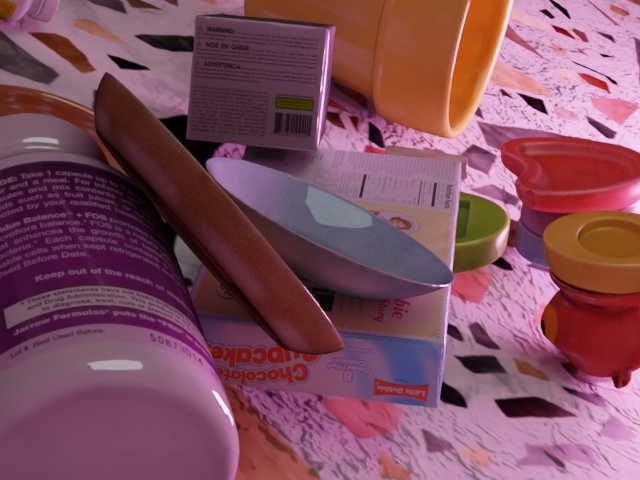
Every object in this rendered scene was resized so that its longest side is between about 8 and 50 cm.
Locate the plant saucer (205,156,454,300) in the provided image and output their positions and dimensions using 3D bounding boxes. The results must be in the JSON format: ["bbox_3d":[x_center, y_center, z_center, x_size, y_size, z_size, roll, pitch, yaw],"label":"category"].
[{"bbox_3d":[0.000,0.000,1.212,0.195,0.037,0.195,25,12,-6],"label":"plant saucer"}]

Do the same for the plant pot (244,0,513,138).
[{"bbox_3d":[0.061,-0.256,1.770,0.239,0.254,0.254,17,23,15],"label":"plant pot"}]

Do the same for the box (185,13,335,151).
[{"bbox_3d":[-0.048,-0.140,1.488,0.114,0.103,0.203,6,8,2],"label":"box"}]

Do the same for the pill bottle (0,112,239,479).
[{"bbox_3d":[-0.162,0.051,1.049,0.169,0.169,0.301,13,30,-27],"label":"pill bottle"}]

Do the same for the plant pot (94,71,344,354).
[{"bbox_3d":[-0.073,-0.009,1.112,0.236,0.032,0.236,48,-5,5],"label":"plant pot"}]

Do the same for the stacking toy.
[{"bbox_3d":[0.181,0.015,1.577,0.279,0.130,0.309,1,23,6],"label":"stacking toy"}]

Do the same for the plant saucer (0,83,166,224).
[{"bbox_3d":[-0.210,-0.055,1.346,0.200,0.037,0.200,22,25,-11],"label":"plant saucer"}]

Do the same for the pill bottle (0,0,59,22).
[{"bbox_3d":[-0.298,-0.236,1.561,0.116,0.065,0.065,14,29,-27],"label":"pill bottle"}]

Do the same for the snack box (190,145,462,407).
[{"bbox_3d":[0.011,0.016,1.340,0.187,0.060,0.322,6,26,4],"label":"snack box"}]
